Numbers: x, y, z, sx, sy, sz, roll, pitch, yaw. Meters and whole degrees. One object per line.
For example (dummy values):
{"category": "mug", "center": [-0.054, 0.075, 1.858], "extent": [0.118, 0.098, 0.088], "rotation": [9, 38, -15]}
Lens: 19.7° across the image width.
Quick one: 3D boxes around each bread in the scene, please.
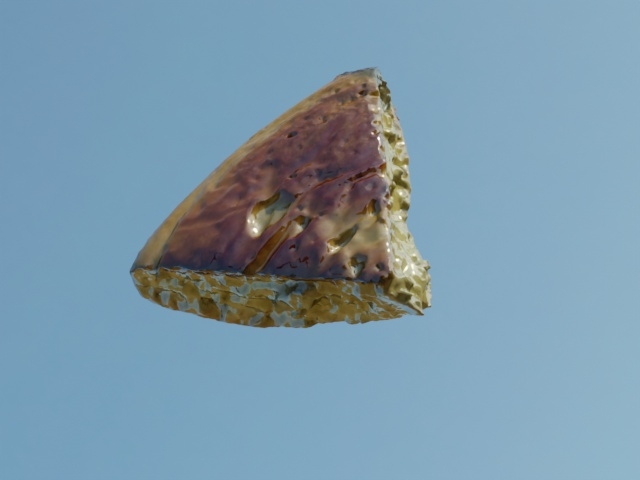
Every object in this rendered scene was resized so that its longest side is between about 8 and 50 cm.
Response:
{"category": "bread", "center": [-0.021, -0.001, 0.826], "extent": [0.136, 0.154, 0.054], "rotation": [-19, -51, 10]}
